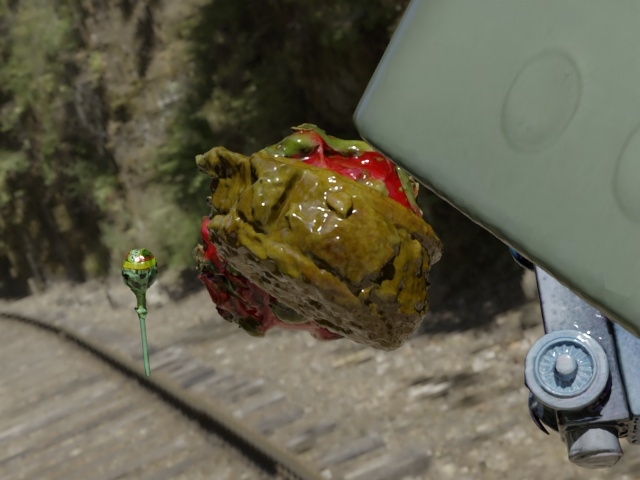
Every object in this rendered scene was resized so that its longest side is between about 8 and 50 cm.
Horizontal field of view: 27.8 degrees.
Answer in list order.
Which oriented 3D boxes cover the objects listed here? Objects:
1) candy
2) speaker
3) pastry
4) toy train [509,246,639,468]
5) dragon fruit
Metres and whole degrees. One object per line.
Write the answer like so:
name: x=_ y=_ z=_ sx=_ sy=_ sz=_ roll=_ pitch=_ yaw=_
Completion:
candy: x=-0.112 y=0.046 z=0.825 sx=0.023 sy=0.083 sz=0.025 roll=-8 pitch=14 yaw=-17
speaker: x=0.194 y=-0.040 z=0.461 sx=0.183 sy=0.184 sz=0.406 roll=12 pitch=18 yaw=-35
pastry: x=-0.002 y=0.013 z=1.261 sx=0.235 sy=0.132 sz=0.240 roll=30 pitch=-13 yaw=-34
toy train: x=0.267 y=0.044 z=1.121 sx=0.202 sy=0.299 sz=0.131 roll=-9 pitch=-25 yaw=9
dragon fruit: x=-0.007 y=-0.008 z=1.586 sx=0.303 sy=0.237 sz=0.231 roll=-36 pitch=-33 yaw=-13
